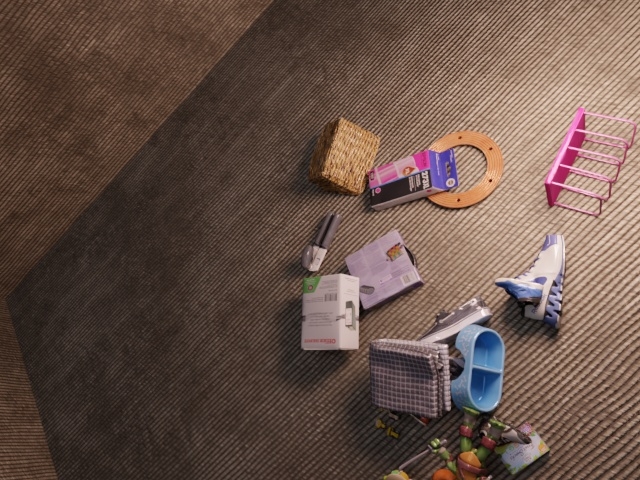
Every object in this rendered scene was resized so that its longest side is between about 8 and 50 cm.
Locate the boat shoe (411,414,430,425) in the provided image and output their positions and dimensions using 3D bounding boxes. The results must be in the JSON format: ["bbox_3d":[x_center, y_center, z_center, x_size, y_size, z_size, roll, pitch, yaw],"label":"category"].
[{"bbox_3d":[0.330,0.603,1.772,0.137,0.049,0.043,31,85,32],"label":"boat shoe"}]

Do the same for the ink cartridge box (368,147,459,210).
[{"bbox_3d":[0.372,-0.254,2.039,0.371,0.069,0.175,-15,64,31],"label":"ink cartridge box"}]

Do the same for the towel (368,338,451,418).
[{"bbox_3d":[0.296,0.466,1.700,0.284,0.121,0.234,-2,88,42],"label":"towel"}]

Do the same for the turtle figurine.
[{"bbox_3d":[0.432,0.648,1.490,0.266,0.275,0.198,-67,17,-7],"label":"turtle figurine"}]

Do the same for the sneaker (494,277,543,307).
[{"bbox_3d":[0.643,0.175,1.628,0.152,0.058,0.084,10,76,26],"label":"sneaker"}]

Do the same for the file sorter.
[{"bbox_3d":[0.914,-0.257,1.684,0.182,0.202,0.290,23,84,32],"label":"file sorter"}]

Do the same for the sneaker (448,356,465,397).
[{"bbox_3d":[0.394,0.480,1.751,0.269,0.101,0.153,-1,73,31],"label":"sneaker"}]

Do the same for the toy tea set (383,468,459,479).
[{"bbox_3d":[0.325,0.847,1.666,0.336,0.124,0.199,3,102,27],"label":"toy tea set"}]

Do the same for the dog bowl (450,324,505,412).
[{"bbox_3d":[0.530,0.427,1.651,0.074,0.166,0.297,154,130,-65],"label":"dog bowl"}]

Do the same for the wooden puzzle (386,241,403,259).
[{"bbox_3d":[0.293,0.046,1.952,0.083,0.006,0.049,-38,58,10],"label":"wooden puzzle"}]

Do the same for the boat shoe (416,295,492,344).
[{"bbox_3d":[0.458,0.298,1.783,0.301,0.108,0.102,-33,59,12],"label":"boat shoe"}]

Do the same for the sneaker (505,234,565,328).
[{"bbox_3d":[0.727,0.128,1.684,0.182,0.127,0.315,4,75,28],"label":"sneaker"}]

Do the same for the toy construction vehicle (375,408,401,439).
[{"bbox_3d":[0.253,0.661,1.805,0.098,0.035,0.085,15,90,35],"label":"toy construction vehicle"}]

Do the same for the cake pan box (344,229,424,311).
[{"bbox_3d":[0.253,0.118,1.989,0.267,0.070,0.245,-31,61,16],"label":"cake pan box"}]

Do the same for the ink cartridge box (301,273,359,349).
[{"bbox_3d":[0.037,0.290,1.974,0.211,0.122,0.289,-10,72,41],"label":"ink cartridge box"}]

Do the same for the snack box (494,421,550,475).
[{"bbox_3d":[0.638,0.663,1.583,0.141,0.037,0.100,-42,57,10],"label":"snack box"}]

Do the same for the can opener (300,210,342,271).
[{"bbox_3d":[0.000,0.000,2.157,0.076,0.095,0.283,20,82,32],"label":"can opener"}]

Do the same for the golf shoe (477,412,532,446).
[{"bbox_3d":[0.577,0.619,1.568,0.093,0.077,0.198,-57,16,-13],"label":"golf shoe"}]

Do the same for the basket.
[{"bbox_3d":[0.096,-0.363,2.246,0.213,0.223,0.299,-7,64,63],"label":"basket"}]

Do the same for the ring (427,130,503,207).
[{"bbox_3d":[0.559,-0.284,1.994,0.337,0.032,0.336,-11,66,25],"label":"ring"}]
